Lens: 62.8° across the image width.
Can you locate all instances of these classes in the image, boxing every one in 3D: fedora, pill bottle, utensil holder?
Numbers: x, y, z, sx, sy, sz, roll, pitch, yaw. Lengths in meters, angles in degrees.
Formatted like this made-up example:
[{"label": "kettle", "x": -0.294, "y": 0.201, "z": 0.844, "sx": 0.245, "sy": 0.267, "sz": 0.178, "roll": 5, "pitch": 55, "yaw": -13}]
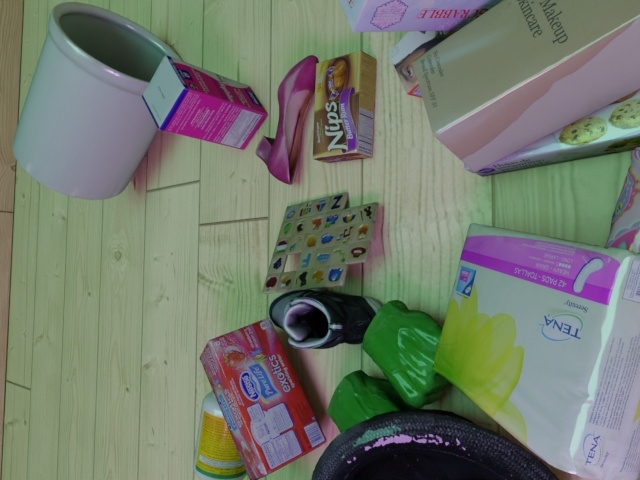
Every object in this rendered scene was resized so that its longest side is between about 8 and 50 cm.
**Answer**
[{"label": "fedora", "x": 0.158, "y": 0.335, "z": 0.718, "sx": 0.335, "sy": 0.152, "sz": 0.333, "roll": 3, "pitch": 108, "yaw": 9}, {"label": "pill bottle", "x": -0.193, "y": 0.382, "z": 1.091, "sx": 0.118, "sy": 0.118, "sz": 0.208, "roll": 12, "pitch": 95, "yaw": 41}, {"label": "utensil holder", "x": -0.572, "y": -0.341, "z": 1.347, "sx": 0.385, "sy": 0.328, "sz": 0.327, "roll": -52, "pitch": 56, "yaw": 28}]

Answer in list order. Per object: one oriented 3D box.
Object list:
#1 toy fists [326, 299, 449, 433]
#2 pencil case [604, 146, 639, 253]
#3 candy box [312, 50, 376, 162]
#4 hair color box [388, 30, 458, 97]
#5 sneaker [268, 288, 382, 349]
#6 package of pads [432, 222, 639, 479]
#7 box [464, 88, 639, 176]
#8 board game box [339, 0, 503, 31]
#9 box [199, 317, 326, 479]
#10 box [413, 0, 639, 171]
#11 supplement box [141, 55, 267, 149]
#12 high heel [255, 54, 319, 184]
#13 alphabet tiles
[{"label": "toy fists", "x": 0.120, "y": 0.239, "z": 0.847, "sx": 0.142, "sy": 0.096, "sz": 0.279, "roll": 44, "pitch": 117, "yaw": 43}, {"label": "pencil case", "x": 0.386, "y": 0.036, "z": 0.611, "sx": 0.124, "sy": 0.124, "sz": 0.283, "roll": 22, "pitch": 100, "yaw": 40}, {"label": "candy box", "x": 0.043, "y": -0.243, "z": 0.976, "sx": 0.109, "sy": 0.053, "sz": 0.186, "roll": 1, "pitch": 86, "yaw": 41}, {"label": "hair color box", "x": 0.193, "y": -0.316, "z": 0.833, "sx": 0.167, "sy": 0.054, "sz": 0.093, "roll": -40, "pitch": 62, "yaw": 44}, {"label": "sneaker", "x": -0.029, "y": 0.134, "z": 0.942, "sx": 0.269, "sy": 0.153, "sz": 0.101, "roll": -1, "pitch": 86, "yaw": 41}, {"label": "package of pads", "x": 0.254, "y": 0.109, "z": 0.618, "sx": 0.296, "sy": 0.101, "sz": 0.229, "roll": -155, "pitch": 78, "yaw": -74}, {"label": "box", "x": 0.351, "y": -0.146, "z": 0.691, "sx": 0.324, "sy": 0.063, "sz": 0.067, "roll": -6, "pitch": 81, "yaw": 41}, {"label": "board game box", "x": 0.143, "y": -0.435, "z": 0.737, "sx": 0.066, "sy": 0.318, "sz": 0.318, "roll": 124, "pitch": 132, "yaw": -60}, {"label": "box", "x": -0.114, "y": 0.294, "z": 0.982, "sx": 0.256, "sy": 0.128, "sz": 0.122, "roll": 62, "pitch": 148, "yaw": 17}, {"label": "box", "x": 0.287, "y": -0.230, "z": 0.646, "sx": 0.311, "sy": 0.121, "sz": 0.147, "roll": -29, "pitch": 54, "yaw": 31}, {"label": "supplement box", "x": -0.241, "y": -0.286, "z": 1.117, "sx": 0.114, "sy": 0.220, "sz": 0.111, "roll": -48, "pitch": 59, "yaw": 27}, {"label": "high heel", "x": -0.044, "y": -0.234, "z": 1.034, "sx": 0.117, "sy": 0.082, "sz": 0.244, "roll": 45, "pitch": 113, "yaw": 29}, {"label": "alphabet tiles", "x": 0.000, "y": 0.000, "z": 0.970, "sx": 0.237, "sy": 0.009, "sz": 0.198, "roll": -10, "pitch": 55, "yaw": 40}]
